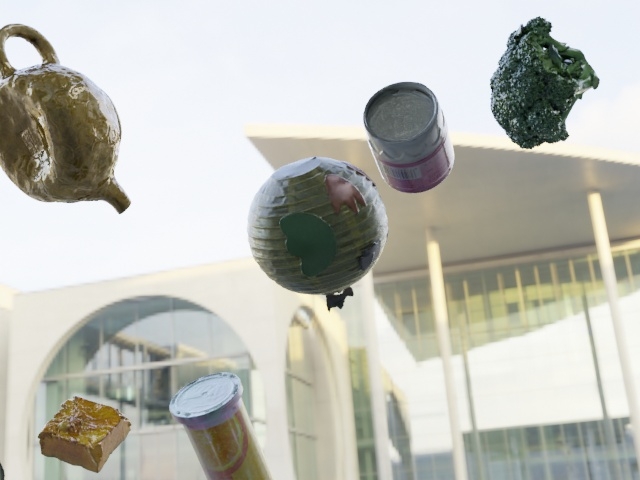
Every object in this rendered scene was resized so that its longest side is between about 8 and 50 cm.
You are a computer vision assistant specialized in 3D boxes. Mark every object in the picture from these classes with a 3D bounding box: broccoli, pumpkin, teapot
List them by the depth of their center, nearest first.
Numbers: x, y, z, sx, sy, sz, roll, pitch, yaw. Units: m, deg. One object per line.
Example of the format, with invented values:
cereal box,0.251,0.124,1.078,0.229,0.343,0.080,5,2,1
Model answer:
pumpkin,-0.262,0.219,0.966,0.083,0.054,0.074,11,31,18
teapot,-0.372,-0.174,1.260,0.203,0.311,0.167,-24,5,40
broccoli,0.331,-0.235,1.316,0.156,0.195,0.195,-27,-17,-7

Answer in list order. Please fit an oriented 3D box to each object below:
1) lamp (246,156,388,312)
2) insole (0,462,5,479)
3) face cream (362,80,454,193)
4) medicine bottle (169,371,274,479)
lamp,0.000,0.000,1.493,0.250,0.284,0.250,-15,19,5
insole,-0.606,0.245,1.362,0.119,0.348,0.009,-41,-6,40
face cream,0.192,-0.222,1.869,0.175,0.175,0.195,-9,-31,12
medicine bottle,-0.098,0.405,1.299,0.108,0.426,0.108,-17,21,7
